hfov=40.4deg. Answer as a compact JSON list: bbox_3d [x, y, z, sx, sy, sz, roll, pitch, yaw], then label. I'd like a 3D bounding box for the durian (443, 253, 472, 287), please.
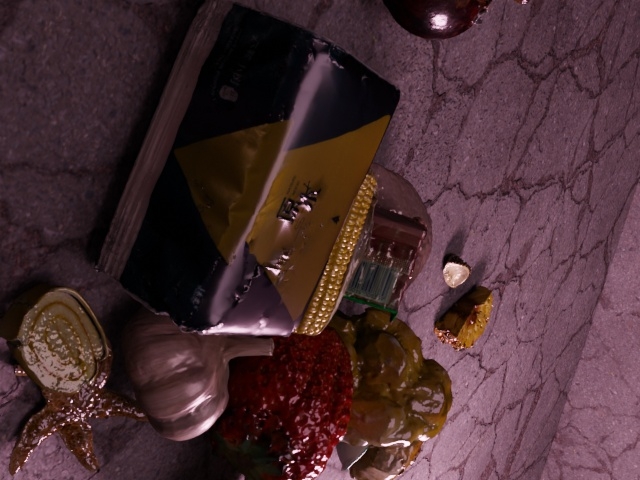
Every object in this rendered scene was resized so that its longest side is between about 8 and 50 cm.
[{"bbox_3d":[0.343,0.078,2.172,0.066,0.052,0.130,-50,147,-16],"label":"durian"}]

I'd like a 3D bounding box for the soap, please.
[{"bbox_3d":[0.035,0.013,1.473,0.098,0.273,0.218,-97,-155,-77],"label":"soap"}]

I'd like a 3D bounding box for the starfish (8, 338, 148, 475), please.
[{"bbox_3d":[-0.357,0.248,1.267,0.277,0.062,0.236,36,83,-50],"label":"starfish"}]

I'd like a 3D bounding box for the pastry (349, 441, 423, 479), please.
[{"bbox_3d":[0.178,0.490,2.094,0.257,0.120,0.236,-51,179,10],"label":"pastry"}]

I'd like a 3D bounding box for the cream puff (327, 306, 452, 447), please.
[{"bbox_3d":[0.095,0.246,1.696,0.291,0.324,0.257,-43,136,-71],"label":"cream puff"}]

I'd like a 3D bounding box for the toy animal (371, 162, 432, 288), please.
[{"bbox_3d":[0.101,-0.003,1.631,0.226,0.188,0.358,-49,139,-21],"label":"toy animal"}]

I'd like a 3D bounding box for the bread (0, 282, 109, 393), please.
[{"bbox_3d":[-0.350,0.133,1.156,0.117,0.064,0.156,-39,117,-32],"label":"bread"}]

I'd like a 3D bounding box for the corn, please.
[{"bbox_3d":[-0.001,-0.001,1.366,0.122,0.123,0.305,10,103,-58],"label":"corn"}]

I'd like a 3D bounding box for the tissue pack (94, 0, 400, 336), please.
[{"bbox_3d":[-0.102,-0.089,1.214,0.264,0.253,0.417,16,101,-58],"label":"tissue pack"}]

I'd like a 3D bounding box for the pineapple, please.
[{"bbox_3d":[0.386,0.230,2.320,0.233,0.079,0.135,-34,140,-38],"label":"pineapple"}]

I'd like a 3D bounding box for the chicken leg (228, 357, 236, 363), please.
[{"bbox_3d":[-0.187,0.211,1.499,0.205,0.053,0.093,-18,136,-47],"label":"chicken leg"}]

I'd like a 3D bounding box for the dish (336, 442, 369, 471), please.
[{"bbox_3d":[0.098,0.419,1.992,0.224,0.078,0.246,-45,174,-39],"label":"dish"}]

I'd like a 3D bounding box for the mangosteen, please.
[{"bbox_3d":[0.223,-0.437,1.419,0.235,0.261,0.236,-38,142,-37],"label":"mangosteen"}]

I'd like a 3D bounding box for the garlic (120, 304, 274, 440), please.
[{"bbox_3d":[-0.176,0.174,1.306,0.212,0.219,0.219,-18,143,7],"label":"garlic"}]

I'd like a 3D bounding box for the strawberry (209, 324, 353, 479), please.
[{"bbox_3d":[-0.053,0.271,1.479,0.288,0.238,0.250,-46,-179,-32],"label":"strawberry"}]
